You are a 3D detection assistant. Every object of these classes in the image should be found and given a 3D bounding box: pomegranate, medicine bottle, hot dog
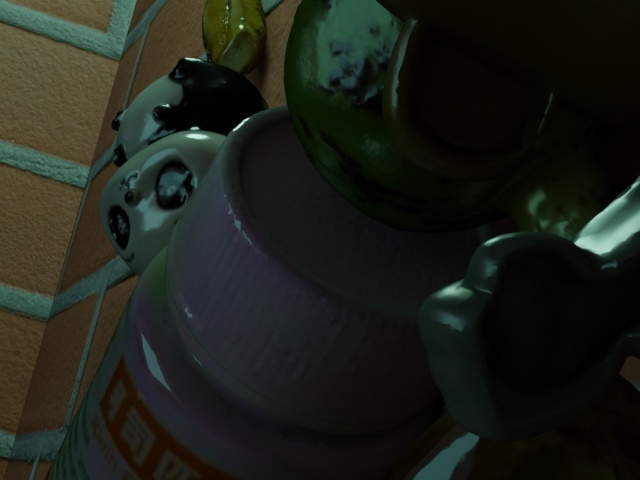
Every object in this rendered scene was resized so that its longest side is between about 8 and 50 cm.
[{"bbox_3d":[0.095,-0.080,0.844,0.263,0.211,0.211,55,142,15],"label":"pomegranate"},{"bbox_3d":[-0.045,0.113,1.019,0.219,0.219,0.388,-92,26,-49],"label":"medicine bottle"},{"bbox_3d":[-0.105,-0.278,1.891,0.083,0.068,0.289,-41,23,18],"label":"hot dog"}]

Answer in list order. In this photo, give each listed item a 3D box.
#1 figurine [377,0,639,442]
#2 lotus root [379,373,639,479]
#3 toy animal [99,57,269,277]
[{"bbox_3d":[0.136,-0.101,0.513,0.167,0.285,0.342,139,143,-58],"label":"figurine"},{"bbox_3d":[0.077,0.189,0.649,0.193,0.193,0.291,-102,35,-59],"label":"lotus root"},{"bbox_3d":[-0.136,-0.057,1.582,0.187,0.165,0.235,-36,34,37],"label":"toy animal"}]
